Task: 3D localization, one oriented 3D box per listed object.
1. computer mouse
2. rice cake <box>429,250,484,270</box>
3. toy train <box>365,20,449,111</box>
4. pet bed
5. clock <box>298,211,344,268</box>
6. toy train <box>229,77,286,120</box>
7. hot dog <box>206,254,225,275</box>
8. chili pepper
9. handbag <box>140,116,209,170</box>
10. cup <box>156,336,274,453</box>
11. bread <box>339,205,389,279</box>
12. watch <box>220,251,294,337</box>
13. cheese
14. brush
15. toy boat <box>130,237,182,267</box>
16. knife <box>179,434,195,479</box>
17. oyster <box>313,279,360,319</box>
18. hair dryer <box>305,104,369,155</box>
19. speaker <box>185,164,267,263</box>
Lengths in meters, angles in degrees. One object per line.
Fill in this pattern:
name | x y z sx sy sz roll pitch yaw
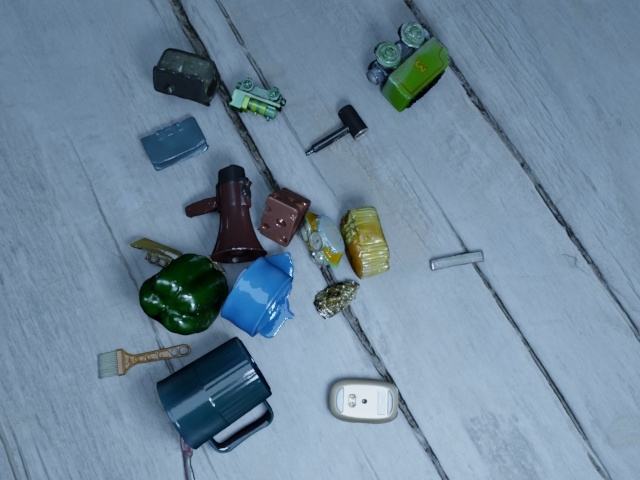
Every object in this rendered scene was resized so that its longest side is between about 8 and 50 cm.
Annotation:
computer mouse | 0.144 0.534 1.778 0.236 0.082 0.145 2 75 -3
rice cake | 0.494 0.073 1.929 0.206 0.036 0.047 -11 89 -5
toy train | 0.337 -0.669 2.041 0.307 0.173 0.249 -43 88 -11
pet bed | -0.496 -0.590 1.983 0.210 0.183 0.159 18 74 3
clock | 0.000 0.000 1.883 0.103 0.144 0.231 -12 72 -43
toy train | -0.236 -0.531 2.035 0.200 0.083 0.132 20 87 3
hot dog | -0.375 0.091 1.896 0.030 0.034 0.090 -43 100 -21
chili pepper | -0.449 0.172 1.753 0.248 0.256 0.233 29 106 6
handbag | -0.544 -0.366 1.994 0.221 0.057 0.144 -25 74 -8
cup | -0.313 0.498 1.693 0.292 0.242 0.308 -33 77 -11
bread | 0.150 0.007 1.856 0.133 0.179 0.250 -11 79 -7
watch | -0.180 0.162 1.761 0.241 0.274 0.305 31 82 6
cheese | -0.120 -0.116 1.900 0.128 0.203 0.177 25 48 6
brush | -0.598 0.401 1.822 0.314 0.017 0.090 -10 77 -5
toy boat | -0.576 0.049 1.889 0.200 0.057 0.077 21 83 3
knife | -0.434 0.706 1.750 0.035 0.018 0.247 -13 76 -2
oyster | 0.062 0.201 1.876 0.177 0.056 0.105 -22 70 -2
hair dryer | 0.044 -0.406 2.021 0.255 0.070 0.128 -30 78 -4
speaker | -0.328 -0.075 1.893 0.198 0.259 0.330 6 64 -41
